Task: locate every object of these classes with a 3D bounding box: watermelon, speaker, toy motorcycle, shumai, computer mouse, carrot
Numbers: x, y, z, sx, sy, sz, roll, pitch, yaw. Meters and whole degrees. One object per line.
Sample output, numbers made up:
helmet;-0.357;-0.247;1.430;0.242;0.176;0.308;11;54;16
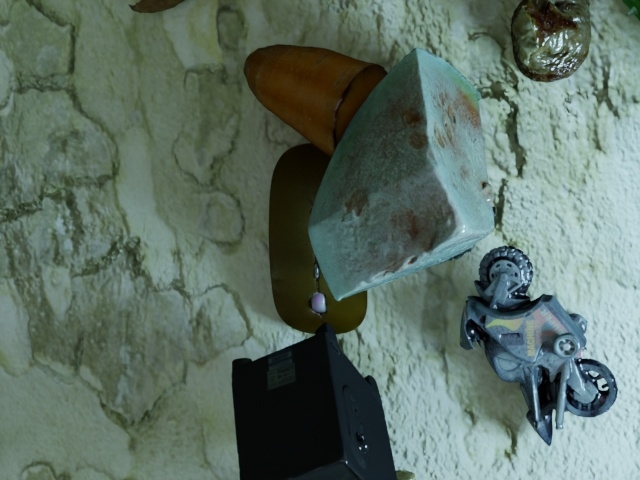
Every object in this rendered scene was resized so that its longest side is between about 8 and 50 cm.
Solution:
watermelon;0.149;-0.065;1.611;0.228;0.258;0.387;17;100;-33
speaker;-0.003;0.300;1.683;0.184;0.254;0.232;-22;136;13
toy motorcycle;0.318;0.161;1.710;0.173;0.108;0.307;-35;89;22
shumai;0.344;-0.303;1.660;0.123;0.105;0.139;9;123;7
computer mouse;0.000;0.000;1.771;0.158;0.072;0.310;1;97;13
carrot;-0.023;-0.228;1.720;0.225;0.159;0.159;24;101;22

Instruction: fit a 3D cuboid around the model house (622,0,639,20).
model house;0.583;-0.348;1.463;0.313;0.357;0.242;-42;85;15

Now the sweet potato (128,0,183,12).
sweet potato;-0.169;-0.442;1.760;0.314;0.066;0.072;-21;85;16

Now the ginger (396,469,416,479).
ginger;0.074;0.447;1.790;0.216;0.102;0.157;-24;118;8
